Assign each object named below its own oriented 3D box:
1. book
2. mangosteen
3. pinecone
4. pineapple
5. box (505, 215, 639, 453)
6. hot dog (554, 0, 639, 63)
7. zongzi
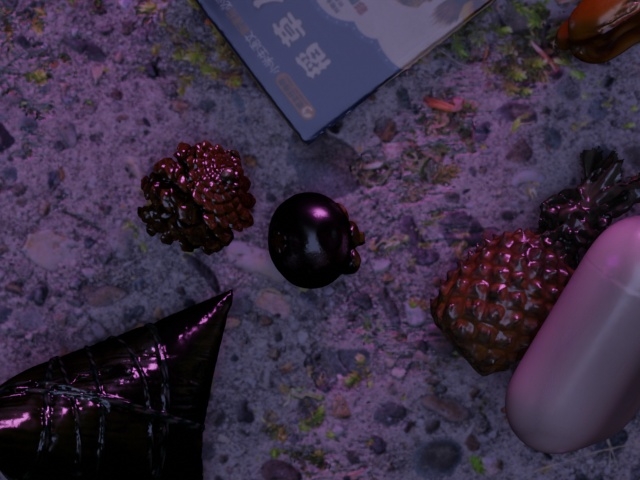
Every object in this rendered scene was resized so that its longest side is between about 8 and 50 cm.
[{"bbox_3d":[0.058,-0.379,1.871,0.428,0.039,0.300,-38,94,5],"label":"book"},{"bbox_3d":[0.000,0.000,1.883,0.151,0.137,0.137,0,98,-33],"label":"mangosteen"},{"bbox_3d":[-0.179,-0.057,1.862,0.174,0.173,0.173,0,96,1],"label":"pinecone"},{"bbox_3d":[0.317,0.025,1.852,0.361,0.175,0.175,-41,94,2],"label":"pineapple"},{"bbox_3d":[0.395,0.126,1.792,0.141,0.289,0.349,37,106,26],"label":"box"},{"bbox_3d":[0.466,-0.355,1.821,0.337,0.135,0.100,-31,73,4],"label":"hot dog"},{"bbox_3d":[-0.281,0.209,1.873,0.384,0.319,0.362,19,87,-18],"label":"zongzi"}]
